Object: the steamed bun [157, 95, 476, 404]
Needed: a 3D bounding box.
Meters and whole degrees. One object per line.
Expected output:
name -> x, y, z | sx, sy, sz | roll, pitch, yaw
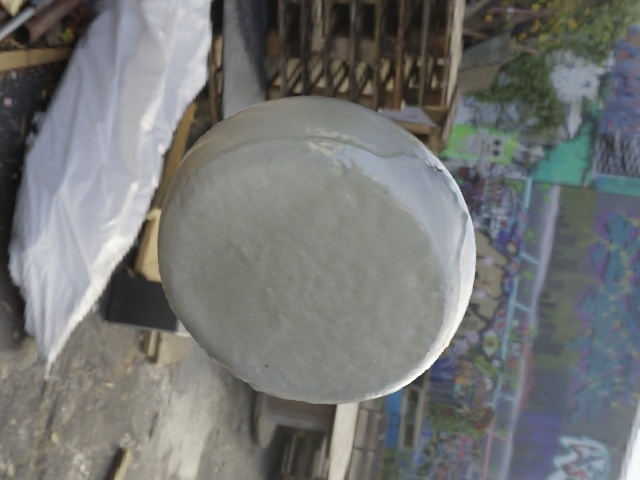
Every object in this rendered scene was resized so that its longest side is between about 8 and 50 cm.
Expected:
steamed bun -> 0.000, 0.000, 0.810 | 0.177, 0.282, 0.283 | -66, 161, -61
